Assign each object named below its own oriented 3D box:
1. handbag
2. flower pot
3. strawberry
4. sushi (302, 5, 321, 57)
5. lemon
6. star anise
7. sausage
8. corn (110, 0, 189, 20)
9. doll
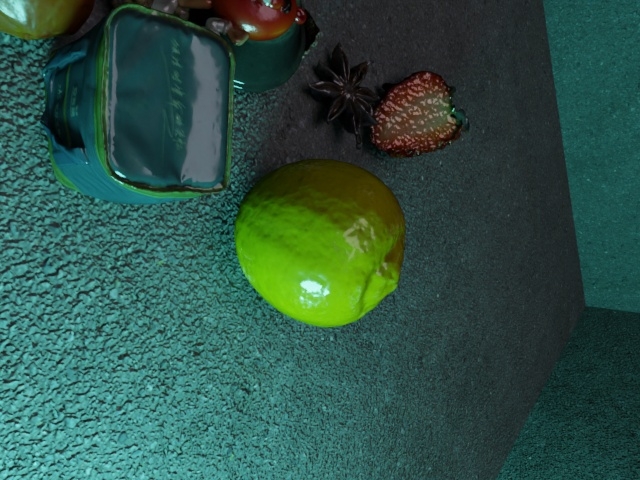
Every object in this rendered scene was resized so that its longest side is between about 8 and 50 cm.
[{"bbox_3d":[-0.275,-0.186,0.662,0.222,0.240,0.263,1,92,-44],"label":"handbag"},{"bbox_3d":[-0.120,-0.410,0.804,0.235,0.148,0.236,0,89,-19],"label":"flower pot"},{"bbox_3d":[0.242,-0.339,1.241,0.306,0.137,0.234,-20,87,-15],"label":"strawberry"},{"bbox_3d":[-0.063,-0.431,0.954,0.078,0.090,0.150,51,57,-37],"label":"sushi"},{"bbox_3d":[0.000,0.000,0.875,0.347,0.347,0.349,-3,94,-43],"label":"lemon"},{"bbox_3d":[0.061,-0.342,1.079,0.230,0.081,0.263,-8,87,-43],"label":"star anise"},{"bbox_3d":[-0.388,-0.408,0.602,0.141,0.153,0.268,26,73,-68],"label":"sausage"},{"bbox_3d":[-0.301,-0.515,0.711,0.126,0.126,0.336,-16,99,-42],"label":"corn"},{"bbox_3d":[-0.128,-0.374,0.680,0.217,0.085,0.183,18,73,-7],"label":"doll"}]
